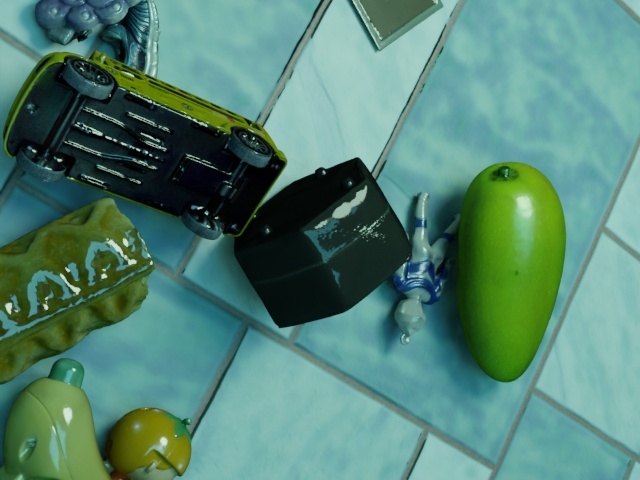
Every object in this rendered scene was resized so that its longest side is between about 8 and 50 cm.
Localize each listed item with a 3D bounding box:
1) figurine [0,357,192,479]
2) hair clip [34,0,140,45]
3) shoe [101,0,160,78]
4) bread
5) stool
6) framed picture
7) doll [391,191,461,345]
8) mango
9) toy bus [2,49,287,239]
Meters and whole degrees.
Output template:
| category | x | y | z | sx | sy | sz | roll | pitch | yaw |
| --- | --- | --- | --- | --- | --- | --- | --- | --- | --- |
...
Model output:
| category | x | y | z | sx | sy | sz | roll | pitch | yaw |
| --- | --- | --- | --- | --- | --- | --- | --- | --- | --- |
| figurine | -0.257 | 0.295 | 1.272 | 0.324 | 0.124 | 0.222 | 49 | 65 | -23 |
| hair clip | -0.275 | -0.324 | 1.287 | 0.124 | 0.052 | 0.195 | 28 | 78 | 8 |
| shoe | -0.245 | -0.258 | 1.308 | 0.071 | 0.064 | 0.143 | 2 | 94 | -29 |
| bread | -0.338 | 0.068 | 1.220 | 0.268 | 0.130 | 0.152 | -30 | 107 | -24 |
| stool | 0.000 | 0.000 | 1.354 | 0.232 | 0.232 | 0.141 | -39 | 111 | -23 |
| framed picture | 0.092 | -0.395 | 1.519 | 0.142 | 0.011 | 0.183 | -38 | 107 | -23 |
| doll | 0.146 | 0.046 | 1.525 | 0.114 | 0.057 | 0.227 | 30 | 67 | -31 |
| mango | 0.284 | 0.051 | 1.538 | 0.192 | 0.156 | 0.343 | -21 | 117 | -57 |
| toy bus | -0.217 | -0.127 | 1.253 | 0.331 | 0.151 | 0.145 | 21 | 116 | -32 |
